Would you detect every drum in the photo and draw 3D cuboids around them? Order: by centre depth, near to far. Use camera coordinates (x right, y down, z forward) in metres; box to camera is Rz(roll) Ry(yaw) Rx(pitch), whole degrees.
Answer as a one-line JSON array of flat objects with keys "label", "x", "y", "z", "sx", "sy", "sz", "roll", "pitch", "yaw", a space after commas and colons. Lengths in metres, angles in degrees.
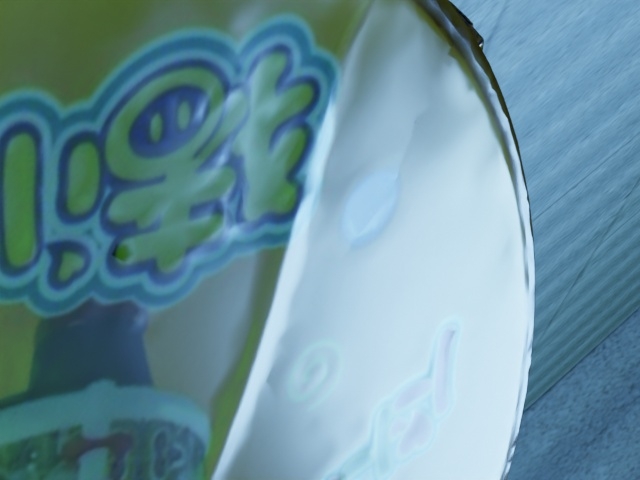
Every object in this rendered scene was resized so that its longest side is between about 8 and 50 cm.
[{"label": "drum", "x": -0.145, "y": 0.061, "z": 0.517, "sx": 0.431, "sy": 0.214, "sz": 0.431, "roll": -26, "pitch": 131, "yaw": -34}]

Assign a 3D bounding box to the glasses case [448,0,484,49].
[{"label": "glasses case", "x": 0.070, "y": -0.094, "z": 1.304, "sx": 0.075, "sy": 0.049, "sz": 0.218, "roll": -36, "pitch": 163, "yaw": -12}]
